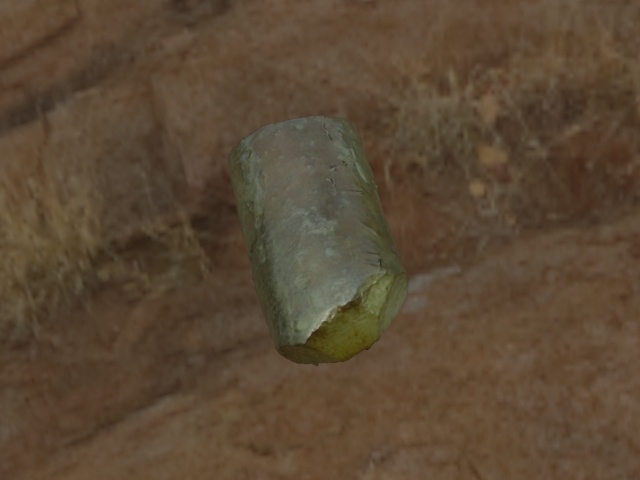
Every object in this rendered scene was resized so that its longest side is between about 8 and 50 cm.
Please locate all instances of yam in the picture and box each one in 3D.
[{"bbox_3d":[0.000,0.000,0.756,0.070,0.069,0.146,-14,50,-4],"label":"yam"}]
